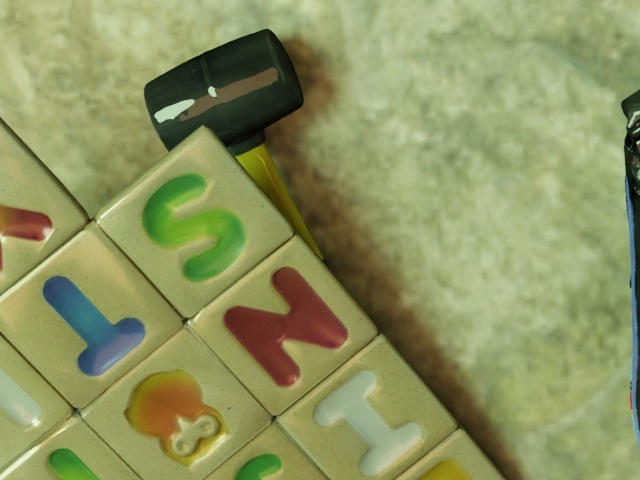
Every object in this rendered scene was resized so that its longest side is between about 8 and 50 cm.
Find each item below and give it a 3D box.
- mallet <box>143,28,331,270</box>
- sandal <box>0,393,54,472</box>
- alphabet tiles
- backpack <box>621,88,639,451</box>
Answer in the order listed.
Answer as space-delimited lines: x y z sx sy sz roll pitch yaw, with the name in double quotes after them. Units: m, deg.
0.000 0.000 0.603 0.062 0.039 0.189 -31 102 11 "mallet"
-0.210 0.122 0.629 0.254 0.097 0.054 -40 96 3 "sandal"
-0.085 0.127 0.593 0.285 0.011 0.342 -39 110 2 "alphabet tiles"
0.194 0.026 0.521 0.158 0.117 0.173 4 101 33 "backpack"
